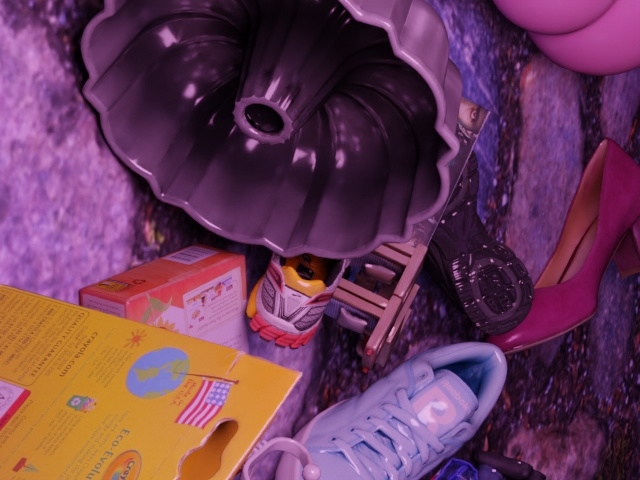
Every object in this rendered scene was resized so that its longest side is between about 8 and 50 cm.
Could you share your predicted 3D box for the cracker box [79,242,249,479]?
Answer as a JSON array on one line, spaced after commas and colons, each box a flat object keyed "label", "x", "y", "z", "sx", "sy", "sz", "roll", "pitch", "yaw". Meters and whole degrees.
[{"label": "cracker box", "x": -0.139, "y": 0.136, "z": 1.411, "sx": 0.155, "sy": 0.067, "sz": 0.232, "roll": -23, "pitch": 117, "yaw": -48}]

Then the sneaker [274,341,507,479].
[{"label": "sneaker", "x": 0.085, "y": 0.197, "z": 1.640, "sx": 0.135, "sy": 0.150, "sz": 0.366, "roll": 48, "pitch": 38, "yaw": 3}]

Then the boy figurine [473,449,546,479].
[{"label": "boy figurine", "x": 0.194, "y": 0.412, "z": 1.938, "sx": 0.177, "sy": 0.092, "sz": 0.285, "roll": 44, "pitch": 62, "yaw": -53}]

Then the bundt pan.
[{"label": "bundt pan", "x": -0.027, "y": -0.140, "z": 1.284, "sx": 0.124, "sy": 0.330, "sz": 0.331, "roll": -65, "pitch": 145, "yaw": -39}]

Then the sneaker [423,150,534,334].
[{"label": "sneaker", "x": 0.131, "y": -0.025, "z": 1.712, "sx": 0.109, "sy": 0.130, "sz": 0.286, "roll": -27, "pitch": 104, "yaw": -15}]

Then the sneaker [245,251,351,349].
[{"label": "sneaker", "x": 0.000, "y": 0.000, "z": 1.448, "sx": 0.225, "sy": 0.088, "sz": 0.093, "roll": -75, "pitch": -169, "yaw": -46}]

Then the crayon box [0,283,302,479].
[{"label": "crayon box", "x": -0.179, "y": 0.157, "z": 1.144, "sx": 0.202, "sy": 0.318, "sz": 0.081, "roll": -53, "pitch": 138, "yaw": -30}]

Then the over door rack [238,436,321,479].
[{"label": "over door rack", "x": -0.139, "y": 0.331, "z": 1.365, "sx": 0.324, "sy": 0.108, "sz": 0.239, "roll": -19, "pitch": 140, "yaw": -51}]

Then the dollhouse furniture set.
[{"label": "dollhouse furniture set", "x": 0.020, "y": 0.069, "z": 1.595, "sx": 0.129, "sy": 0.129, "sz": 0.184, "roll": -61, "pitch": 171, "yaw": -22}]

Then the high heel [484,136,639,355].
[{"label": "high heel", "x": 0.310, "y": 0.011, "z": 2.000, "sx": 0.377, "sy": 0.127, "sz": 0.181, "roll": -31, "pitch": 96, "yaw": -41}]

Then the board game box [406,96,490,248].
[{"label": "board game box", "x": 0.088, "y": -0.084, "z": 1.616, "sx": 0.186, "sy": 0.126, "sz": 0.026, "roll": -65, "pitch": -175, "yaw": -14}]

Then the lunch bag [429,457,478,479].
[{"label": "lunch bag", "x": 0.079, "y": 0.381, "z": 1.667, "sx": 0.293, "sy": 0.138, "sz": 0.221, "roll": -49, "pitch": 169, "yaw": -41}]

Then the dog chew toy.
[{"label": "dog chew toy", "x": 0.285, "y": -0.319, "z": 1.757, "sx": 0.332, "sy": 0.206, "sz": 0.207, "roll": 21, "pitch": 83, "yaw": -47}]
